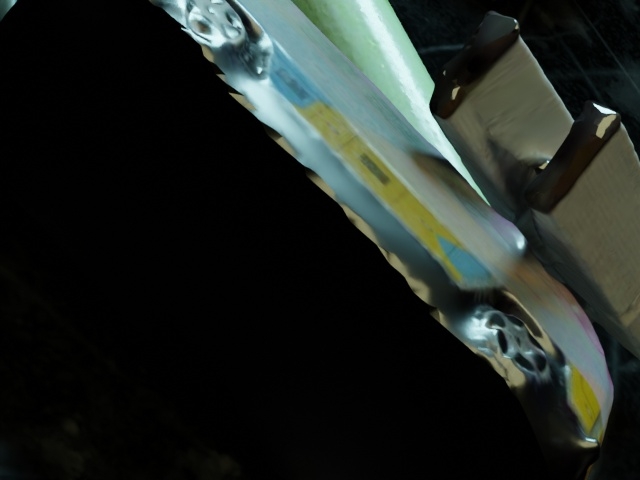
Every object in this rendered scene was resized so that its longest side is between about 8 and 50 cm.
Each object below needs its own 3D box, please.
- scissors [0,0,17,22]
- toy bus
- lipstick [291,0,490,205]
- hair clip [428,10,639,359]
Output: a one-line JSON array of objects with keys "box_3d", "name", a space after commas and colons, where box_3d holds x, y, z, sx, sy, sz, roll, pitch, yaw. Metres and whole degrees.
[{"box_3d": [-0.184, -0.139, 0.955, 0.014, 0.058, 0.119, 42, 14, -38], "name": "scissors"}, {"box_3d": [0.000, 0.000, 0.887, 0.386, 0.171, 0.162, 47, 32, 3], "name": "toy bus"}, {"box_3d": [0.034, -0.109, 1.105, 0.076, 0.076, 0.304, -1, 56, -45], "name": "lipstick"}, {"box_3d": [0.159, -0.015, 0.986, 0.101, 0.085, 0.331, 33, -5, 29], "name": "hair clip"}]
